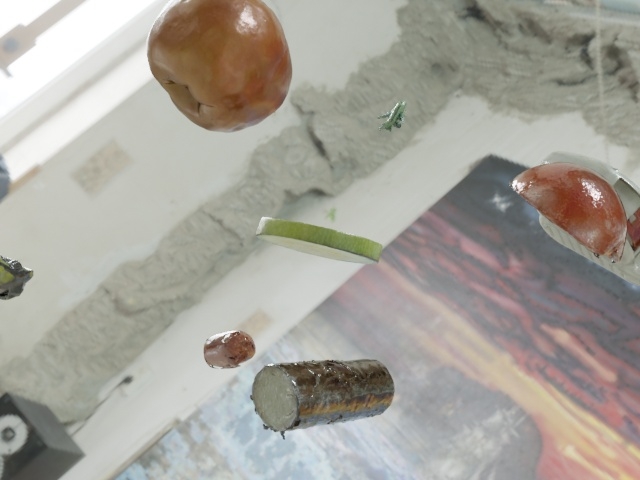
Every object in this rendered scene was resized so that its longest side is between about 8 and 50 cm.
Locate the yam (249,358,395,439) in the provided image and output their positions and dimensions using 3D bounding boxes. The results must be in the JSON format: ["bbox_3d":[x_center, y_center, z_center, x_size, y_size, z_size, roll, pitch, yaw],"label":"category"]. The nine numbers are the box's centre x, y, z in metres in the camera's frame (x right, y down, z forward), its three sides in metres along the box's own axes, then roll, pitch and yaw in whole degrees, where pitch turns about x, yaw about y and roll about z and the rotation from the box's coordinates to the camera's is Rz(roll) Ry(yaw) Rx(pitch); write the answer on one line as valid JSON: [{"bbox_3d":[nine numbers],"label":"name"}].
[{"bbox_3d":[0.006,0.275,1.476,0.280,0.131,0.131,6,29,-48],"label":"yam"}]

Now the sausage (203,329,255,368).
[{"bbox_3d":[-0.182,0.214,1.614,0.076,0.076,0.141,52,-31,-14],"label":"sausage"}]

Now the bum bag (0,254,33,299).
[{"bbox_3d":[-0.590,0.054,1.424,0.232,0.107,0.060,36,31,-64],"label":"bum bag"}]

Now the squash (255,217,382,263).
[{"bbox_3d":[0.000,0.000,1.636,0.252,0.048,0.252,14,-6,1],"label":"squash"}]

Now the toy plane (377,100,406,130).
[{"bbox_3d":[0.160,-0.263,1.748,0.080,0.083,0.033,21,-21,49],"label":"toy plane"}]

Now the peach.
[{"bbox_3d":[-0.220,-0.428,1.889,0.343,0.301,0.342,39,-18,15],"label":"peach"}]

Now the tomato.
[{"bbox_3d":[0.441,-0.067,1.399,0.228,0.112,0.199,38,17,11],"label":"tomato"}]

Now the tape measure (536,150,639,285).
[{"bbox_3d":[0.550,-0.053,1.622,0.258,0.130,0.265,39,-10,48],"label":"tape measure"}]
